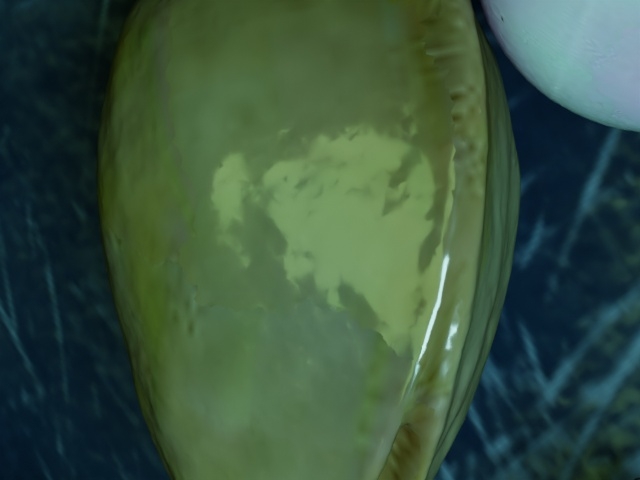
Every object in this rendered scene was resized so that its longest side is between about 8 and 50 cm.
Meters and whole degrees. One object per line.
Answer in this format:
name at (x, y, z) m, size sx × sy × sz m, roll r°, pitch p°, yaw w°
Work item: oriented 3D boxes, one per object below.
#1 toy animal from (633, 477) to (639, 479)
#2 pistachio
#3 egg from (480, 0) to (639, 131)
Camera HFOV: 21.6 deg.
toy animal at (0.091, 0.167, 0.684) m, size 0.255 × 0.090 × 0.170 m, roll 37°, pitch 119°, yaw 23°
pistachio at (0.000, 0.000, 0.652) m, size 0.213 × 0.163 × 0.260 m, roll 139°, pitch 126°, yaw -59°
egg at (0.155, -0.162, 0.572) m, size 0.196 × 0.196 × 0.271 m, roll 34°, pitch 97°, yaw 18°
